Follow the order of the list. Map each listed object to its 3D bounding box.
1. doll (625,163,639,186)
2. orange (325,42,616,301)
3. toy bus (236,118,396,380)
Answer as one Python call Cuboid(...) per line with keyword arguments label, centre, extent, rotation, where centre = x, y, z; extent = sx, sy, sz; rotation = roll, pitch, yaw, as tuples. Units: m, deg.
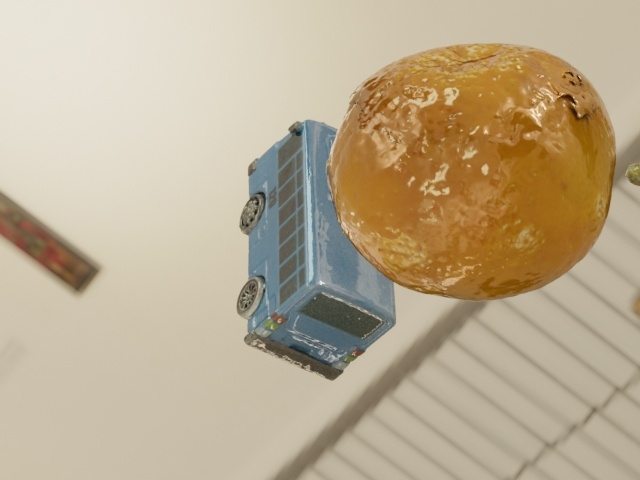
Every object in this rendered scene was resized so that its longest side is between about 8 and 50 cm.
Cuboid(label="doll", centre=(0.380, -0.018, 1.557), extent=(0.137, 0.209, 0.097), rotation=(23, 87, 62))
Cuboid(label="orange", centre=(0.114, -0.052, 1.290), extent=(0.219, 0.193, 0.219), rotation=(-24, 13, 6))
Cuboid(label="toy bus", centre=(0.000, 0.000, 1.662), extent=(0.133, 0.116, 0.234), rotation=(-43, 34, 38))
